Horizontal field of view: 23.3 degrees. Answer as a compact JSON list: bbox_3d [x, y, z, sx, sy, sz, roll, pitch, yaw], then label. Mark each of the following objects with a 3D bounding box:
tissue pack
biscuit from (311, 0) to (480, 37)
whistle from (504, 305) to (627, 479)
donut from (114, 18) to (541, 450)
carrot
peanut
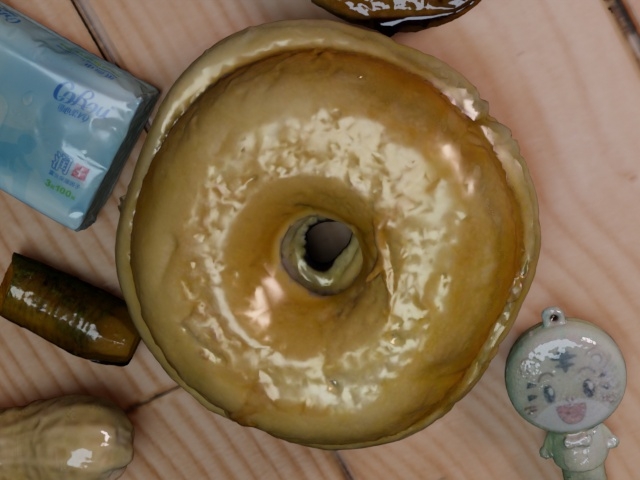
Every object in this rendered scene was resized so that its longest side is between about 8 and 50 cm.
[{"bbox_3d":[-0.325,-0.144,1.641,0.263,0.089,0.177,30,110,1],"label":"tissue pack"},{"bbox_3d":[0.078,-0.344,1.492,0.296,0.075,0.296,3,112,8],"label":"biscuit"},{"bbox_3d":[0.265,0.183,1.629,0.126,0.067,0.258,-11,109,10],"label":"whistle"},{"bbox_3d":[0.000,0.000,1.556,0.448,0.198,0.449,3,108,11],"label":"donut"},{"bbox_3d":[-0.278,0.079,1.707,0.173,0.082,0.082,23,111,1],"label":"carrot"},{"bbox_3d":[-0.338,0.244,1.755,0.290,0.130,0.130,-10,105,18],"label":"peanut"}]
